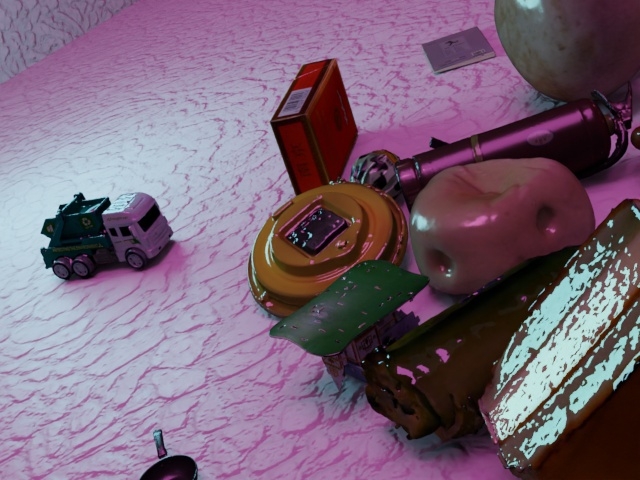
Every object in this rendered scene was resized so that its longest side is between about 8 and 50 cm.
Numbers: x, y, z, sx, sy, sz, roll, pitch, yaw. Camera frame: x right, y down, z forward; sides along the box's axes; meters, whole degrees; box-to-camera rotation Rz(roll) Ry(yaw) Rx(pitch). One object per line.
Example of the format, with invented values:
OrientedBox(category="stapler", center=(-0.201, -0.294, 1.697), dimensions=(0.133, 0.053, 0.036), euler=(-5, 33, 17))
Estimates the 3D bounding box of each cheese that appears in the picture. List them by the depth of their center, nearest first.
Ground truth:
OrientedBox(category="cheese", center=(0.216, -0.025, 1.072), dimensions=(0.217, 0.117, 0.235), euler=(-15, 23, 11))

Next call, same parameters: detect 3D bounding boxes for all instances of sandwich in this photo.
OrientedBox(category="sandwich", center=(0.286, 0.121, 0.749), dimensions=(0.227, 0.198, 0.155), euler=(-54, 21, 20))

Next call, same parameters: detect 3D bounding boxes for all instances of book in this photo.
OrientedBox(category="book", center=(0.277, -0.387, 1.794), dimensions=(0.127, 0.014, 0.182), euler=(-16, 28, 6))

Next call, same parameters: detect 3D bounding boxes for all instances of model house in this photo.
OrientedBox(category="model house", center=(0.044, 0.105, 0.989), dimensions=(0.167, 0.088, 0.117), euler=(-36, 32, -31))

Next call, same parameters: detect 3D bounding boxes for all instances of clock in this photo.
OrientedBox(category="clock", center=(0.000, 0.000, 1.176), dimensions=(0.237, 0.057, 0.237), euler=(-15, 45, 15))

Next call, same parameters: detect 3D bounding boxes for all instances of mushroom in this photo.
OrientedBox(category="mushroom", center=(0.430, -0.376, 1.381), dimensions=(0.290, 0.298, 0.297), euler=(-23, 27, -20))

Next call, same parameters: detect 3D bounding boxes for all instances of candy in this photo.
OrientedBox(category="candy", center=(0.024, -0.022, 1.269), dimensions=(0.305, 0.083, 0.091), euler=(-50, 2, -29))

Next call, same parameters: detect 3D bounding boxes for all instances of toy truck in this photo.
OrientedBox(category="toy truck", center=(-0.357, -0.018, 1.434), dimensions=(0.215, 0.116, 0.110), euler=(-6, 30, 24))

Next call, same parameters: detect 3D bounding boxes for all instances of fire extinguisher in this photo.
OrientedBox(category="fire extinguisher", center=(0.275, -0.127, 1.221), dimensions=(0.341, 0.105, 0.142), euler=(-19, 57, 9))

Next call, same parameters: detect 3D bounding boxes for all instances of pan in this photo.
OrientedBox(category="pan", center=(-0.163, 0.244, 0.942), dimensions=(0.068, 0.023, 0.115), euler=(-23, 31, -4))

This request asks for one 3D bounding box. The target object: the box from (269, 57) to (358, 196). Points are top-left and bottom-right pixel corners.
OrientedBox(category="box", center=(-0.006, -0.188, 1.474), dimensions=(0.074, 0.153, 0.240), euler=(-12, 29, 21))

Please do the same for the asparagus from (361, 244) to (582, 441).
OrientedBox(category="asparagus", center=(0.220, 0.078, 0.911), dimensions=(0.381, 0.108, 0.128), euler=(-29, 27, -21))

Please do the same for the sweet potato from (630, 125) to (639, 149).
OrientedBox(category="sweet potato", center=(0.487, -0.162, 1.202), dimensions=(0.255, 0.058, 0.078), euler=(-26, -17, -32))
